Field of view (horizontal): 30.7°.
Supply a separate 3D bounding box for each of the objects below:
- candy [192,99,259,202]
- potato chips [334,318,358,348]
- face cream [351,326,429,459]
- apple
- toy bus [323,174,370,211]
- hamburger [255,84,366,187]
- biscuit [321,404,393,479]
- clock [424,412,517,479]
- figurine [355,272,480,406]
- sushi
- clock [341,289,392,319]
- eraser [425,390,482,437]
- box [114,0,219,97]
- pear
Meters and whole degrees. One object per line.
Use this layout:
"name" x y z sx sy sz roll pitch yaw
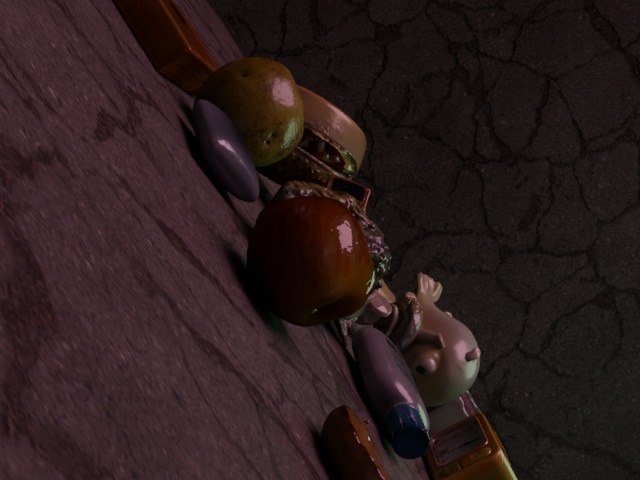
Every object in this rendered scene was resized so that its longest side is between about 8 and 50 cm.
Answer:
"candy" -0.158 -0.147 1.919 0.138 0.071 0.174 54 7 -33
"potato chips" 0.020 0.090 2.182 0.167 0.059 0.228 43 24 -11
"face cream" 0.128 0.272 2.015 0.163 0.080 0.337 56 5 -19
"apple" -0.022 0.028 1.615 0.195 0.160 0.173 -50 -132 53
"toy bus" 0.026 -0.039 2.315 0.098 0.114 0.201 20 -25 -3
"hamburger" -0.053 -0.198 2.384 0.300 0.176 0.300 28 -8 5
"biscuit" 0.046 0.267 1.386 0.118 0.061 0.183 49 7 -46
"clock" 0.278 0.417 2.191 0.096 0.143 0.202 58 4 -13
"figurine" 0.158 0.155 2.372 0.394 0.226 0.275 38 49 -22
"sushi" 0.000 0.000 1.934 0.274 0.139 0.184 15 31 -40
"clock" 0.025 0.071 2.072 0.229 0.063 0.156 35 29 2
"eraser" 0.304 0.410 2.615 0.272 0.122 0.359 56 6 -13
"box" -0.279 -0.375 2.165 0.174 0.076 0.274 59 5 6
"pear" -0.132 -0.227 2.090 0.197 0.197 0.197 56 5 -8
